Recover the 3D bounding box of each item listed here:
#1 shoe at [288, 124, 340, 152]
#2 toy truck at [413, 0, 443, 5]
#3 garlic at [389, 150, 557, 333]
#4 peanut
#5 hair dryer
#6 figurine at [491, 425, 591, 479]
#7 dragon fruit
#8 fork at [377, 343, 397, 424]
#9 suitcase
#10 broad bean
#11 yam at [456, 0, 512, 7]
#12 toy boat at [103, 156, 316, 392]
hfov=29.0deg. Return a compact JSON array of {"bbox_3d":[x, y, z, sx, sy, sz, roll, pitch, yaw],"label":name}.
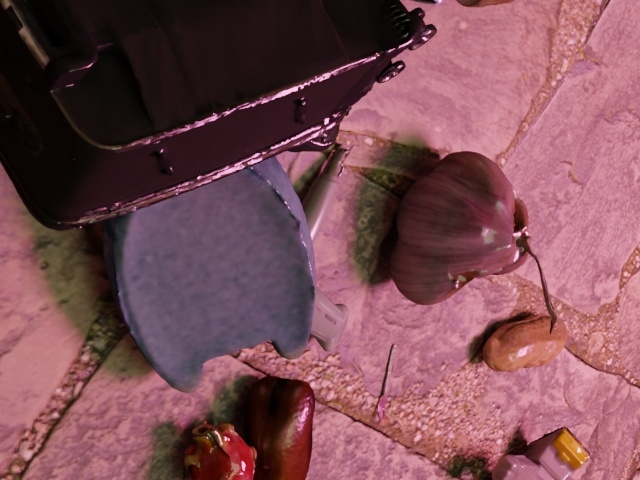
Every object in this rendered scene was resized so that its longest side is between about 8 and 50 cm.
[{"bbox_3d":[-0.094,-0.161,1.305,0.241,0.093,0.108,17,68,-29],"label":"shoe"},{"bbox_3d":[0.145,-0.364,1.483,0.177,0.080,0.115,-64,149,-8],"label":"toy truck"},{"bbox_3d":[0.213,0.017,1.626,0.207,0.257,0.207,-47,178,-2],"label":"garlic"},{"bbox_3d":[0.311,0.160,1.879,0.175,0.080,0.080,-11,114,-41],"label":"peanut"},{"bbox_3d":[0.000,0.000,1.498,0.206,0.075,0.237,33,73,-56],"label":"hair dryer"},{"bbox_3d":[0.315,0.445,1.946,0.309,0.143,0.308,1,88,-39],"label":"figurine"},{"bbox_3d":[-0.118,0.257,1.447,0.086,0.081,0.116,-24,123,-27],"label":"dragon fruit"},{"bbox_3d":[0.092,0.198,1.705,0.016,0.012,0.115,0,101,-51],"label":"fork"},{"bbox_3d":[-0.131,-0.199,1.105,0.434,0.283,0.194,-26,168,-40],"label":"suitcase"},{"bbox_3d":[-0.048,0.246,1.515,0.114,0.084,0.165,-43,138,-45],"label":"broad bean"},{"bbox_3d":[0.292,-0.361,1.650,0.317,0.071,0.067,-22,84,-40],"label":"yam"},{"bbox_3d":[-0.119,0.006,1.306,0.215,0.123,0.329,-17,128,-2],"label":"toy boat"}]
